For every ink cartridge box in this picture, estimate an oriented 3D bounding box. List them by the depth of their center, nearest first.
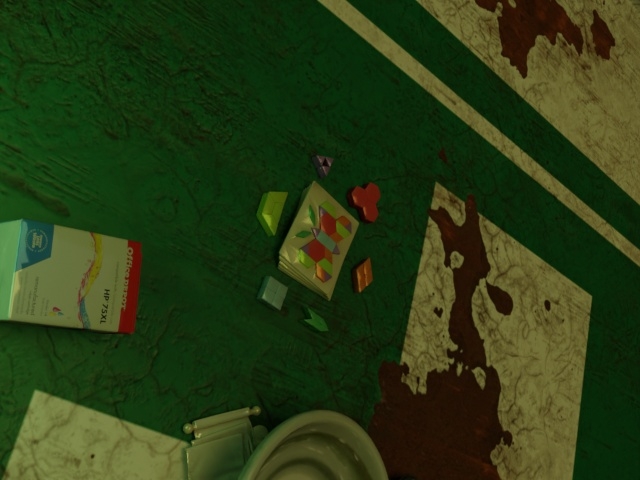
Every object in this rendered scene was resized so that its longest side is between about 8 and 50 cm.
[{"bbox_3d":[-0.332,0.057,1.141,0.231,0.078,0.134,13,76,-44],"label":"ink cartridge box"}]

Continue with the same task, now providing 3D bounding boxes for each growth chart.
[{"bbox_3d":[-0.148,0.385,1.298,0.171,0.021,0.238,7,78,-42],"label":"growth chart"}]

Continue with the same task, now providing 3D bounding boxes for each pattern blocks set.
[{"bbox_3d":[0.000,0.000,1.503,0.285,0.026,0.325,26,66,-37],"label":"pattern blocks set"}]

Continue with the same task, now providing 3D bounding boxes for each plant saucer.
[{"bbox_3d":[-0.034,0.472,1.316,0.400,0.100,0.401,9,78,-49],"label":"plant saucer"}]

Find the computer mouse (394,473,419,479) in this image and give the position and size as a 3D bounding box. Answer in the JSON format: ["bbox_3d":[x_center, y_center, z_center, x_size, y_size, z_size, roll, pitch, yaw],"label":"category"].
[{"bbox_3d":[0.160,0.569,1.525,0.184,0.060,0.262,-25,88,-38],"label":"computer mouse"}]
